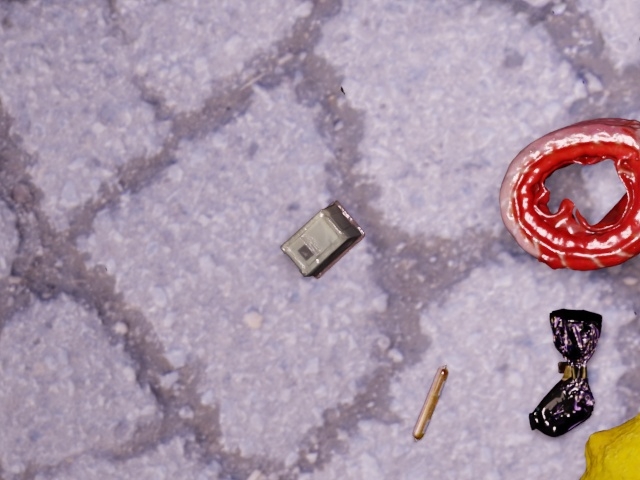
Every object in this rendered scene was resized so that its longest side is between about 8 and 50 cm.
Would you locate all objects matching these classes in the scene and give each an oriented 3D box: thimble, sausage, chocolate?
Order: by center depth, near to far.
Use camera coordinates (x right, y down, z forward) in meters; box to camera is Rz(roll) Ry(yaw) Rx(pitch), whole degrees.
[{"bbox_3d":[0.296,-0.049,1.645,0.190,0.125,0.163,-18,91,17],"label":"thimble"},{"bbox_3d":[0.285,0.152,1.701,0.072,0.070,0.147,10,107,6],"label":"chocolate"},{"bbox_3d":[0.131,0.194,1.765,0.015,0.015,0.100,23,99,14],"label":"sausage"}]

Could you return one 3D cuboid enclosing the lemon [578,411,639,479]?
[{"bbox_3d":[0.416,0.305,1.557,0.322,0.268,0.268,32,102,22],"label":"lemon"}]

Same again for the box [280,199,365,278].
[{"bbox_3d":[0.000,0.000,1.769,0.085,0.063,0.060,-41,81,14],"label":"box"}]
